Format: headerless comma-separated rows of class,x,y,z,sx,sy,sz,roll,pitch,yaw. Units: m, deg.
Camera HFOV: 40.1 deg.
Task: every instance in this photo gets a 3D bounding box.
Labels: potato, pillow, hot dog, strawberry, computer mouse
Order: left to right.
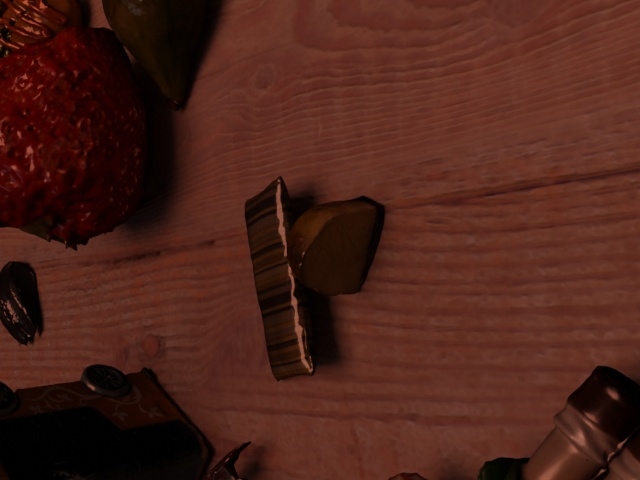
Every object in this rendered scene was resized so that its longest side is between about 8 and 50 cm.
hot dog,-0.477,-0.270,1.302,0.349,0.117,0.158,-39,64,36
computer mouse,-0.465,0.093,1.332,0.079,0.047,0.135,-35,68,39
strawberry,-0.317,-0.134,1.073,0.257,0.257,0.277,21,90,42
pillow,-0.041,0.043,0.917,0.113,0.038,0.204,153,110,-66
potato,0.000,0.000,0.849,0.066,0.103,0.096,24,104,39

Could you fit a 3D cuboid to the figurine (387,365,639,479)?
figurine,0.146,0.270,0.664,0.281,0.167,0.370,42,108,31

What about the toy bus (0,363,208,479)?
toy bus,-0.305,0.264,0.986,0.194,0.323,0.162,38,114,34

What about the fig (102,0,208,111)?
fig,-0.196,-0.255,1.030,0.132,0.126,0.185,2,86,31

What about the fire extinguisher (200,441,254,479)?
fire extinguisher,-0.072,0.389,0.913,0.141,0.105,0.342,-21,74,24
